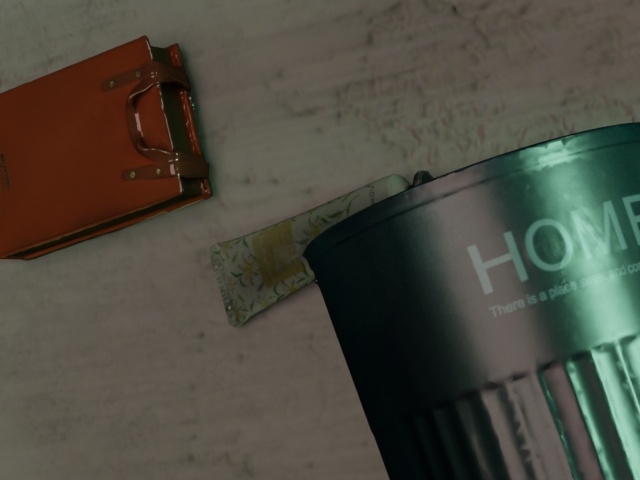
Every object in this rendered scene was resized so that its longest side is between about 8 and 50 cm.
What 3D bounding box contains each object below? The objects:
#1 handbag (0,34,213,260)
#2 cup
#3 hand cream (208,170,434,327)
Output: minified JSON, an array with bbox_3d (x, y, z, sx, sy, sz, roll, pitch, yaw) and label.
[{"bbox_3d":[-0.180,-0.069,1.449,0.190,0.063,0.127,-17,80,27],"label":"handbag"},{"bbox_3d":[0.174,0.098,1.203,0.242,0.308,0.292,-31,73,55],"label":"cup"},{"bbox_3d":[0.000,0.000,1.370,0.194,0.042,0.067,-25,79,27],"label":"hand cream"}]
